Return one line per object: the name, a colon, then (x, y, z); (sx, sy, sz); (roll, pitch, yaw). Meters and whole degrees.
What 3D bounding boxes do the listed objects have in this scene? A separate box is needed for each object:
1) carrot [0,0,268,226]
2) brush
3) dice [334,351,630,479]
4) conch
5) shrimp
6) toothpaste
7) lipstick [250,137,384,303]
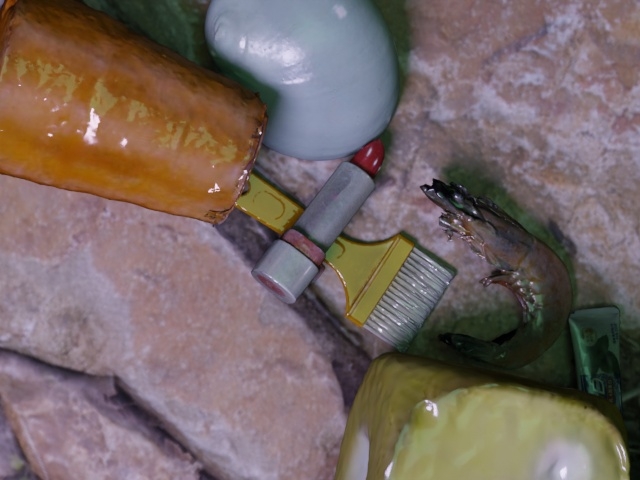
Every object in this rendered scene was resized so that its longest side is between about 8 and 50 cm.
carrot: (-0.191, -0.127, 1.411); (0.254, 0.196, 0.196); (17, 85, -15)
brush: (0.000, 0.000, 1.514); (0.272, 0.013, 0.103); (34, 82, -6)
dice: (0.142, 0.240, 1.420); (0.233, 0.227, 0.238); (13, 87, -9)
conch: (-0.017, -0.176, 1.478); (0.221, 0.121, 0.185); (40, 112, -11)
shrimp: (0.159, 0.037, 1.513); (0.219, 0.046, 0.152); (43, 75, -18)
toothpaste: (0.289, 0.184, 1.543); (0.060, 0.038, 0.233); (-2, 86, -20)
lipstick: (0.010, -0.025, 1.482); (0.057, 0.063, 0.186); (39, 77, -4)
